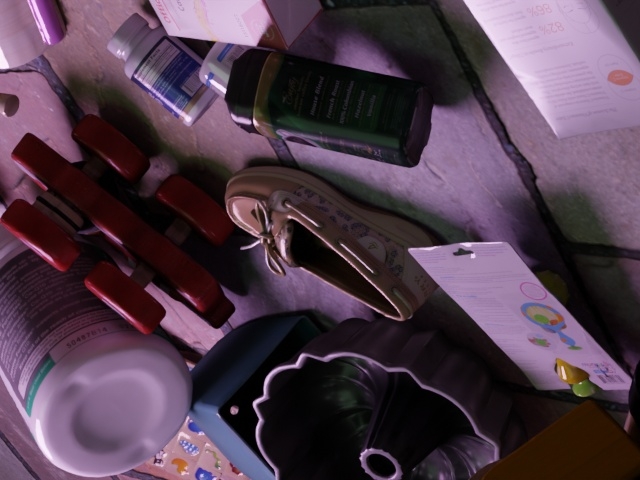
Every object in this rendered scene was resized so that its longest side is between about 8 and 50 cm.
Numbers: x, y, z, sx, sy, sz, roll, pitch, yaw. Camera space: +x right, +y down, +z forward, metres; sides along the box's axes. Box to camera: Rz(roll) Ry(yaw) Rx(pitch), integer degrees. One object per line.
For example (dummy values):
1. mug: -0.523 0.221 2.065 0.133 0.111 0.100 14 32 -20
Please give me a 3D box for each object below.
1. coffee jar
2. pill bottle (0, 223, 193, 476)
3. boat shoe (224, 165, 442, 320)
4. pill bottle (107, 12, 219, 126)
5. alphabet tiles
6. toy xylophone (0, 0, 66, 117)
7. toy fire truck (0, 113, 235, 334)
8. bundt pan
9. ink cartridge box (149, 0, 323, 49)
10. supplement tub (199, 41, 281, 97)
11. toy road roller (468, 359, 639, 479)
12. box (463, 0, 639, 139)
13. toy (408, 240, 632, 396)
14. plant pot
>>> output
1. coffee jar: 0.007 -0.124 1.515 0.184 0.079 0.096 13 177 13
2. pill bottle: -0.319 0.120 2.079 0.361 0.204 0.204 47 166 49
3. boat shoe: 0.000 0.000 1.751 0.285 0.089 0.104 20 147 33
4. pill bottle: -0.161 -0.180 1.705 0.120 0.067 0.067 40 152 -1
5. alphabet tiles: -0.192 0.256 2.324 0.237 0.009 0.198 24 121 -2
6. toy xylophone: -0.436 -0.274 1.880 0.323 0.081 0.236 28 150 21
7. toy fire truck: -0.238 -0.007 1.976 0.302 0.169 0.254 36 171 7
8. bundt pan: 0.096 0.220 1.875 0.331 0.124 0.331 18 133 21
9. ink cartridge box: -0.108 -0.249 1.538 0.198 0.067 0.115 12 143 40
10. supplement tub: -0.059 -0.157 1.614 0.107 0.071 0.071 37 152 5
11. toy road roller: 0.307 0.277 1.546 0.240 0.329 0.202 50 159 29
12. box: 0.205 -0.175 1.248 0.130 0.091 0.170 -6 129 53
13. toy: 0.211 0.064 1.631 0.137 0.056 0.237 -6 134 49
14. plant pot: -0.078 0.204 2.080 0.165 0.165 0.234 50 158 -19
